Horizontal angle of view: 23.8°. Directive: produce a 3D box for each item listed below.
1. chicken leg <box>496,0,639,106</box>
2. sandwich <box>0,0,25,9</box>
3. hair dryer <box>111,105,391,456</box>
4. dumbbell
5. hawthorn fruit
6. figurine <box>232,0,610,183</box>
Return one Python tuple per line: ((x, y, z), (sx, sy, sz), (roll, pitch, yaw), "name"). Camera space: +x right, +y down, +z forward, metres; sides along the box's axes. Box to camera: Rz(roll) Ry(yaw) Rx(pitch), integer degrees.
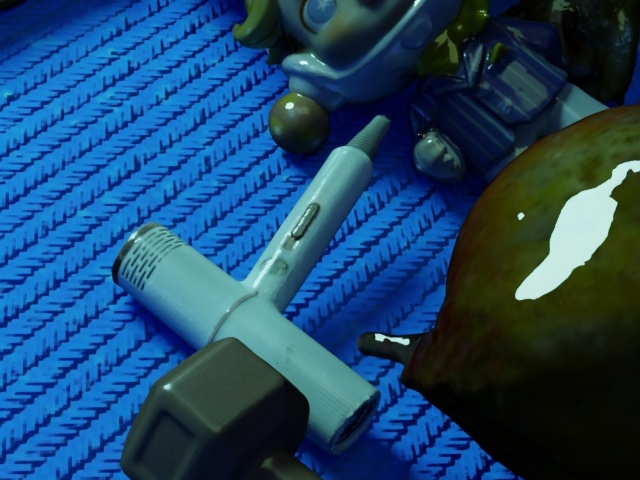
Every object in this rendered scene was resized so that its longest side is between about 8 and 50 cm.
((0.234, -0.232, 1.050), (0.211, 0.140, 0.361), (21, 67, -15), "chicken leg")
((-0.287, -0.206, 0.950), (0.245, 0.063, 0.212), (-31, 57, -35), "sandwich")
((0.007, 0.003, 0.799), (0.155, 0.044, 0.183), (38, 66, 19), "hair dryer")
((0.013, 0.138, 0.672), (0.231, 0.092, 0.082), (39, 23, 22), "dumbbell")
((0.143, 0.039, 0.734), (0.248, 0.208, 0.208), (-14, 50, -3), "hawthorn fruit")
((0.076, -0.120, 0.896), (0.274, 0.194, 0.133), (20, 3, 13), "figurine")
